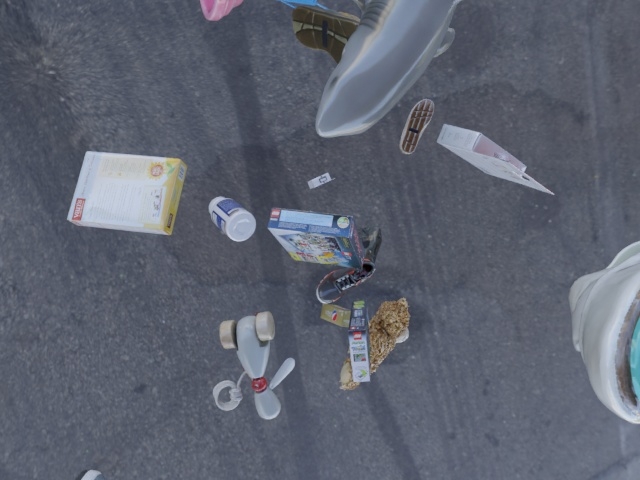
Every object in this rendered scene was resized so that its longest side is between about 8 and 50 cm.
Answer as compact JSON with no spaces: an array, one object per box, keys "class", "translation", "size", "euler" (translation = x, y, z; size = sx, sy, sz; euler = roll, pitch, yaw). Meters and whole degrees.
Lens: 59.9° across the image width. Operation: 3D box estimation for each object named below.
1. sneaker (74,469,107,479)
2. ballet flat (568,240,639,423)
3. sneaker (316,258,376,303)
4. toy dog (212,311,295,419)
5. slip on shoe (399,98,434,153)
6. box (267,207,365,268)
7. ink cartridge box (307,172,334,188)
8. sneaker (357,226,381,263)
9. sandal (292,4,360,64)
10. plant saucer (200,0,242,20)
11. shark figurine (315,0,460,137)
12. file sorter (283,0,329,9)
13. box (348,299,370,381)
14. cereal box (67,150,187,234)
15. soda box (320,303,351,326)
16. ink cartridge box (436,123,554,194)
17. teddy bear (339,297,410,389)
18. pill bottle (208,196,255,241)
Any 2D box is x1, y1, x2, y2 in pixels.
[{"class":"sneaker","translation":[-0.278,0.451,0.734],"size":[0.178,0.295,0.124],"euler":[8,128,-7]},{"class":"ballet flat","translation":[0.335,0.060,0.560],"size":[0.400,0.139,0.139],"euler":[-21,114,-37]},{"class":"sneaker","translation":[0.060,0.088,1.276],"size":[0.158,0.065,0.061],"euler":[-34,92,-14]},{"class":"toy dog","translation":[-0.189,0.350,1.671],"size":[0.220,0.161,0.334],"euler":[10,107,8]},{"class":"slip on shoe","translation":[0.222,-0.266,1.302],"size":[0.051,0.041,0.135],"euler":[20,93,-8]},{"class":"box","translation":[0.000,0.000,1.142],"size":[0.159,0.233,0.044],"euler":[6,74,12]},{"class":"ink cartridge box","translation":[0.003,-0.206,1.889],"size":[0.083,0.048,0.028],"euler":[-25,97,-18]},{"class":"sneaker","translation":[0.111,0.036,1.764],"size":[0.227,0.130,0.087],"euler":[-65,147,-49]},{"class":"sandal","translation":[0.031,-0.281,0.766],"size":[0.049,0.180,0.072],"euler":[-29,142,-31]},{"class":"plant saucer","translation":[-0.231,-0.702,1.331],"size":[0.084,0.332,0.332],"euler":[-3,106,-22]},{"class":"shark figurine","translation":[0.071,-0.211,0.343],"size":[0.166,0.116,0.278],"euler":[-15,109,-37]},{"class":"file sorter","translation":[-0.008,-0.540,1.090],"size":[0.104,0.118,0.170],"euler":[0,110,-54]},{"class":"box","translation":[0.088,0.216,1.227],"size":[0.036,0.207,0.114],"euler":[-5,101,6]},{"class":"cereal box","translation":[-0.437,-0.109,1.259],"size":[0.240,0.047,0.173],"euler":[7,75,12]},{"class":"soda box","translation":[0.066,0.272,2.023],"size":[0.061,0.181,0.058],"euler":[10,87,-24]},{"class":"ink cartridge box","translation":[0.485,-0.220,1.505],"size":[0.275,0.239,0.060],"euler":[18,97,-43]},{"class":"teddy bear","translation":[0.162,0.290,1.550],"size":[0.245,0.113,0.338],"euler":[-68,163,15]},{"class":"pill bottle","translation":[-0.191,-0.050,1.178],"size":[0.067,0.120,0.067],"euler":[-16,122,-28]}]
